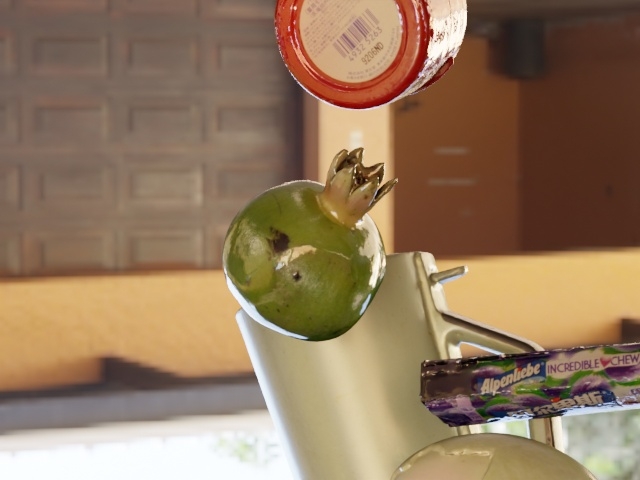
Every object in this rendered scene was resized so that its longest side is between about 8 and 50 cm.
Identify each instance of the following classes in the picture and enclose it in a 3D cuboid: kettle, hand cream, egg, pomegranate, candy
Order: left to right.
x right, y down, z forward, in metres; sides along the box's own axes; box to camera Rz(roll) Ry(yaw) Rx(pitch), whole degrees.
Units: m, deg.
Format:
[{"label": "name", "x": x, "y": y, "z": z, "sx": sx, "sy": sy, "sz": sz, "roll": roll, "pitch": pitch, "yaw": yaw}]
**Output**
[{"label": "pomegranate", "x": -0.002, "y": -0.001, "z": 1.836, "sx": 0.187, "sy": 0.225, "sz": 0.187, "roll": 27, "pitch": -151, "yaw": -17}, {"label": "hand cream", "x": 0.055, "y": -0.243, "z": 1.844, "sx": 0.193, "sy": 0.193, "sz": 0.125, "roll": 2, "pitch": -163, "yaw": 27}, {"label": "kettle", "x": 0.116, "y": 0.211, "z": 2.046, "sx": 0.361, "sy": 0.376, "sz": 0.250, "roll": -20, "pitch": 169, "yaw": 14}, {"label": "egg", "x": 0.169, "y": 0.276, "z": 1.640, "sx": 0.217, "sy": 0.183, "sz": 0.183, "roll": 19, "pitch": -171, "yaw": 12}, {"label": "candy", "x": 0.263, "y": 0.153, "z": 1.800, "sx": 0.312, "sy": 0.061, "sz": 0.088, "roll": -8, "pitch": 156, "yaw": 24}]
